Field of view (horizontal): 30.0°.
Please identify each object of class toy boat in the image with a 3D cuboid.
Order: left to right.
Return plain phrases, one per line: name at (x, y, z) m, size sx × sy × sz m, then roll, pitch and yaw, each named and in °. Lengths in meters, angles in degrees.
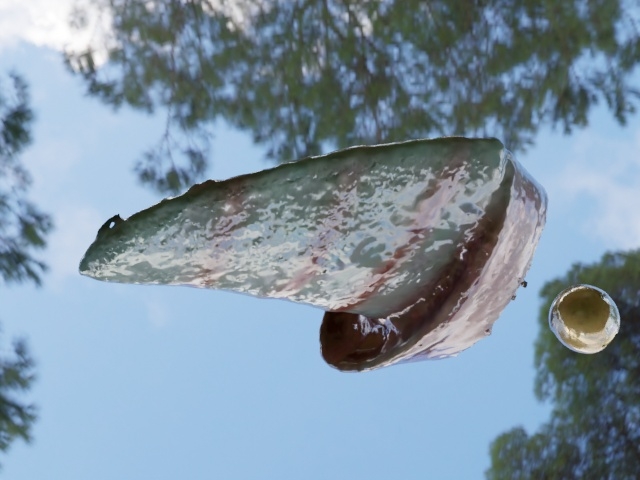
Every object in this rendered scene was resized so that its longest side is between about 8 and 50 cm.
toy boat at (0.000, 0.000, 0.726) m, size 0.282 × 0.206 × 0.096 m, roll 10°, pitch -136°, yaw -32°

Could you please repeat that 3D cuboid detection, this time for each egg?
egg at (0.273, 0.080, 1.240) m, size 0.071 × 0.083 × 0.071 m, roll -6°, pitch -106°, yaw 23°
